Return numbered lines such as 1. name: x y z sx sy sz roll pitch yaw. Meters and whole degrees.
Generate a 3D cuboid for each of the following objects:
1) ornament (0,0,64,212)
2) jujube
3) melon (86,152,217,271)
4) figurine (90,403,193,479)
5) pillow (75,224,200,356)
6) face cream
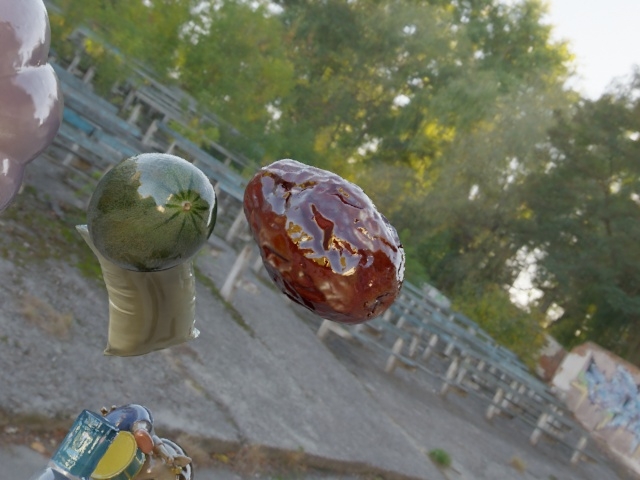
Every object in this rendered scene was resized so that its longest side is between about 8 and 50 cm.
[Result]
1. ornament: -0.231 -0.088 0.368 0.177 0.177 0.177 32 -1 0
2. jujube: 0.000 0.000 1.047 0.290 0.197 0.197 44 6 32
3. melon: -0.163 -0.025 0.680 0.114 0.114 0.167 32 -26 -25
4. figurine: -0.323 0.427 1.296 0.161 0.158 0.275 -6 -49 22
5. pillow: -0.244 0.063 0.975 0.144 0.254 0.078 -4 41 -10
6. face cream: -0.395 0.393 0.963 0.080 0.336 0.163 31 -16 2
